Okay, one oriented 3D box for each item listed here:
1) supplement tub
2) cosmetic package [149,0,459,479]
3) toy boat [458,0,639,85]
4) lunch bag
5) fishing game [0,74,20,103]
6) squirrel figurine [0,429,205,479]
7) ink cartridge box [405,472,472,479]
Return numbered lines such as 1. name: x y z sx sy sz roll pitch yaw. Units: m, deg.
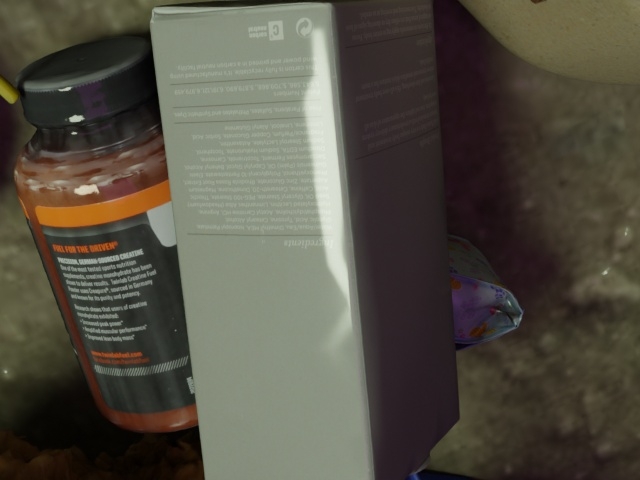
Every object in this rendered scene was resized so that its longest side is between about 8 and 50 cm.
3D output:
1. supplement tub: -0.096 -0.003 0.599 0.106 0.106 0.198 -15 117 -3
2. cosmetic package: 0.000 0.000 0.565 0.107 0.127 0.238 4 102 26
3. toy boat: 0.131 -0.185 0.555 0.231 0.151 0.151 40 73 -25
4. lunch bag: 0.072 0.028 0.666 0.083 0.071 0.053 10 112 -16
5. fishing game: -0.277 -0.036 0.555 0.264 0.041 0.189 -29 119 21
6. squirrel figurine: -0.176 0.285 0.638 0.397 0.281 0.370 -42 122 13
7. ink cartridge box: 0.038 0.324 0.690 0.151 0.270 0.395 12 112 -22
